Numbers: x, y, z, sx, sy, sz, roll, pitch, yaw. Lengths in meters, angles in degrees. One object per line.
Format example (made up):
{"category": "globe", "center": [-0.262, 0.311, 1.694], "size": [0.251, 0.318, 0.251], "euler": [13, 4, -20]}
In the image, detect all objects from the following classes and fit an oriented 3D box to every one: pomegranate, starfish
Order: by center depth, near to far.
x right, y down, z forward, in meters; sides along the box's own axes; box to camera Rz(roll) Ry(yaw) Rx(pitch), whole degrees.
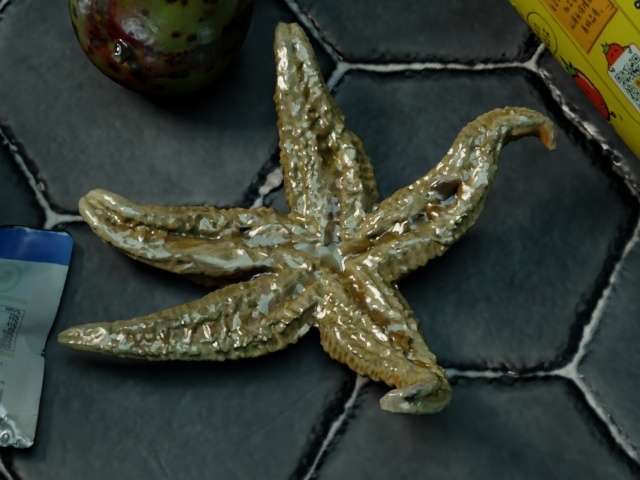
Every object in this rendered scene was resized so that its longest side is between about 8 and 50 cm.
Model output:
{"category": "starfish", "center": [0.003, 0.007, 1.392], "size": [0.375, 0.094, 0.327], "euler": [-35, 59, -11]}
{"category": "pomegranate", "center": [-0.101, -0.185, 1.464], "size": [0.169, 0.148, 0.148], "euler": [-40, 71, -18]}

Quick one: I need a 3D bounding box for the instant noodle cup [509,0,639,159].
{"category": "instant noodle cup", "center": [0.279, -0.209, 1.412], "size": [0.325, 0.325, 0.254], "euler": [-27, 77, -15]}

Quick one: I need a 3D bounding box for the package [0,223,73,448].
{"category": "package", "center": [-0.269, 0.059, 1.394], "size": [0.171, 0.027, 0.173], "euler": [6, 61, 4]}
